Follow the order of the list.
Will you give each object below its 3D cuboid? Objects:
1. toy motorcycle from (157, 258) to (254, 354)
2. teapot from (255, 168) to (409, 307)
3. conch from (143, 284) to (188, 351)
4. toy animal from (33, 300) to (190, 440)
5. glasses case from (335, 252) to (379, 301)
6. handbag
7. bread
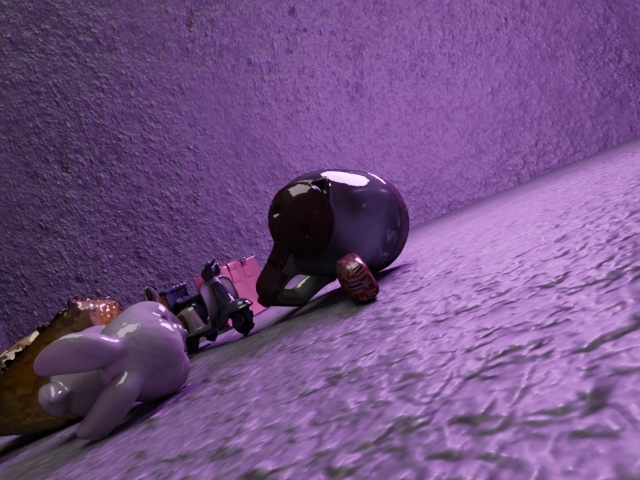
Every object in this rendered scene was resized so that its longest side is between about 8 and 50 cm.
[{"bbox_3d":[-0.232,0.136,0.999,0.263,0.157,0.091,-25,0,41],"label":"toy motorcycle"},{"bbox_3d":[0.000,0.000,1.002,0.312,0.233,0.315,0,-59,-60],"label":"teapot"},{"bbox_3d":[-0.316,0.185,0.910,0.114,0.137,0.234,-11,-20,-1],"label":"conch"},{"bbox_3d":[-0.271,0.165,0.638,0.178,0.127,0.193,-25,3,-43],"label":"toy animal"},{"bbox_3d":[0.054,0.061,0.815,0.049,0.073,0.194,-31,-1,0],"label":"glasses case"},{"bbox_3d":[-0.219,0.130,1.271,0.059,0.157,0.212,-22,0,29],"label":"handbag"},{"bbox_3d":[-0.425,0.216,0.820,0.262,0.162,0.204,-46,5,-8],"label":"bread"}]
